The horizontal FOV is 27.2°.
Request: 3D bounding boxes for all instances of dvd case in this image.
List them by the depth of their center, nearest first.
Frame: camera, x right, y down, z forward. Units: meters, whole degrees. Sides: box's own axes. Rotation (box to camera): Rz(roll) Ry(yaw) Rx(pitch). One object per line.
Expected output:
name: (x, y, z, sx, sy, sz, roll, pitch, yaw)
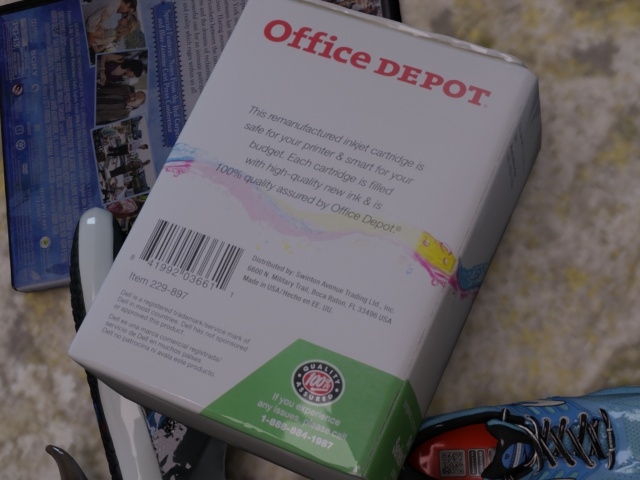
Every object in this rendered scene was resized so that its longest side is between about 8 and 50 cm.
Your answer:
dvd case: (-0.071, -0.077, 0.769, 0.253, 0.022, 0.180, -10, 77, 17)

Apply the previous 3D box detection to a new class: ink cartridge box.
ink cartridge box: (0.000, 0.000, 0.649, 0.154, 0.093, 0.212, 19, 74, 18)

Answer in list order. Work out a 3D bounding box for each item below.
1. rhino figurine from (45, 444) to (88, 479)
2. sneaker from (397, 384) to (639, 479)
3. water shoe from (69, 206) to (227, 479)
rhino figurine: (-0.146, 0.233, 0.717, 0.106, 0.073, 0.243, -7, 78, 14)
sneaker: (0.108, 0.108, 0.652, 0.162, 0.073, 0.063, -12, 77, 16)
water shoe: (-0.085, 0.077, 0.728, 0.080, 0.073, 0.203, -12, 82, -17)
